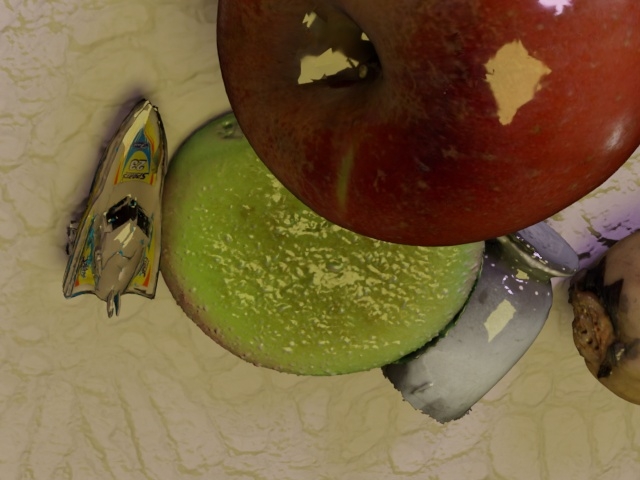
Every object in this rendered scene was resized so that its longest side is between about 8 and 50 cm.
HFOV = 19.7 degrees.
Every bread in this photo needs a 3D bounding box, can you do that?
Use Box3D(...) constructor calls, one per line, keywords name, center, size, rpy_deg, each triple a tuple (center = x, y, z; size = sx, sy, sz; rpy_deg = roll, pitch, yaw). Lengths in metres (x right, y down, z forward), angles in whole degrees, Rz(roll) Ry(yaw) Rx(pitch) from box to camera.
Box3D(name="bread", center=(0.000, 0.005, 1.625), size=(0.301, 0.045, 0.301), rpy_deg=(0, 120, 1))

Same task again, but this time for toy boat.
Box3D(name="toy boat", center=(-0.169, -0.032, 1.575), size=(0.084, 0.066, 0.210), rpy_deg=(2, 125, -20))

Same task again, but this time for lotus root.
Box3D(name="lotus root", center=(0.395, 0.055, 1.759), size=(0.310, 0.183, 0.183), rpy_deg=(-16, 130, -12))

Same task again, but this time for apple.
Box3D(name="apple", center=(0.100, -0.163, 1.398), size=(0.277, 0.348, 0.348), rpy_deg=(-29, 143, -46))

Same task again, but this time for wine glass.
Box3D(name="wine glass", center=(0.150, 0.069, 1.721), size=(0.111, 0.111, 0.204), rpy_deg=(20, 114, -29))
